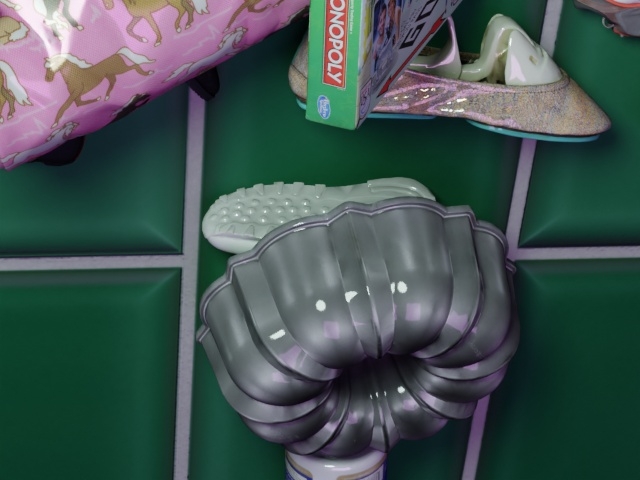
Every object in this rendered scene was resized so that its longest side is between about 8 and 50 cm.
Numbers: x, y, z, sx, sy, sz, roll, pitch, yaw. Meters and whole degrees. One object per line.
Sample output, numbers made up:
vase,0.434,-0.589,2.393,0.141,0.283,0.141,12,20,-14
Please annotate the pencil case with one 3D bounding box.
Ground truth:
pencil case,-0.138,-0.206,1.286,0.386,0.167,0.160,-28,86,-11

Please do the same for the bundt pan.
bundt pan,0.049,0.106,1.553,0.331,0.124,0.330,-11,144,-8

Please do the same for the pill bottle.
pill bottle,0.016,0.280,1.735,0.112,0.112,0.186,-4,125,-8

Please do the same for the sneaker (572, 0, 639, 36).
sneaker,0.306,-0.218,1.486,0.158,0.061,0.065,20,146,-21

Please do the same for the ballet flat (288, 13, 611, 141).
ballet flat,0.131,-0.158,1.459,0.316,0.107,0.106,4,114,-14

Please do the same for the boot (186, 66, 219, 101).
boot,-0.097,-0.194,1.427,0.099,0.045,0.121,-33,126,6

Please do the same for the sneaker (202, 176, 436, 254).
sneaker,0.000,0.000,1.557,0.235,0.090,0.094,0,134,-9

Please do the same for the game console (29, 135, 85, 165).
game console,-0.377,-0.220,1.346,0.387,0.060,0.342,6,123,-14

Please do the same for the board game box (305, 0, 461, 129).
board game box,0.072,-0.254,1.260,0.046,0.317,0.213,16,127,17
